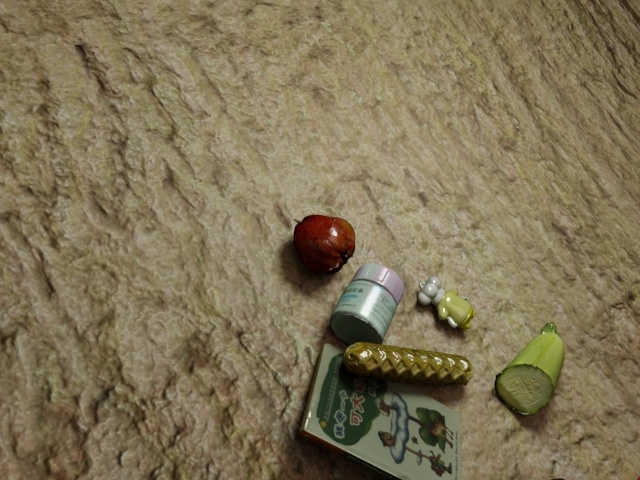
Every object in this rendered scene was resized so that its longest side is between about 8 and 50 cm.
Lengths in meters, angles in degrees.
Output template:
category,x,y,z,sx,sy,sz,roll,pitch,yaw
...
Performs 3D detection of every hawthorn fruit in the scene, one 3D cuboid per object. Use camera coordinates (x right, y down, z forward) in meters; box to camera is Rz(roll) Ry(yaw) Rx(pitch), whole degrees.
category,x,y,z,sx,sy,sz,roll,pitch,yaw
hawthorn fruit,0.000,0.000,1.681,0.172,0.148,0.148,34,50,22

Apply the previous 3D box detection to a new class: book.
category,x,y,z,sx,sy,sz,roll,pitch,yaw
book,0.143,0.394,1.514,0.370,0.043,0.260,28,33,-8

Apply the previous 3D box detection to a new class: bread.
category,x,y,z,sx,sy,sz,roll,pitch,yaw
bread,0.205,0.282,1.601,0.367,0.077,0.084,11,26,-33

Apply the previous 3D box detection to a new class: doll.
category,x,y,z,sx,sy,sz,roll,pitch,yaw
doll,0.315,0.156,1.775,0.162,0.062,0.106,38,49,0

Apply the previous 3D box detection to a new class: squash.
category,x,y,z,sx,sy,sz,roll,pitch,yaw
squash,0.562,0.301,1.764,0.137,0.137,0.287,48,52,8

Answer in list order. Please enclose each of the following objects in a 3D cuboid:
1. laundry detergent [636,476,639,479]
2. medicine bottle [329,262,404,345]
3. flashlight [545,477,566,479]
category,x,y,z,sx,sy,sz,roll,pitch,yaw
laundry detergent,0.804,0.626,1.728,0.165,0.049,0.098,-15,72,-28
medicine bottle,0.111,0.152,1.639,0.135,0.135,0.168,35,53,-2
flashlight,0.369,0.588,1.519,0.423,0.103,0.103,-1,62,-23
